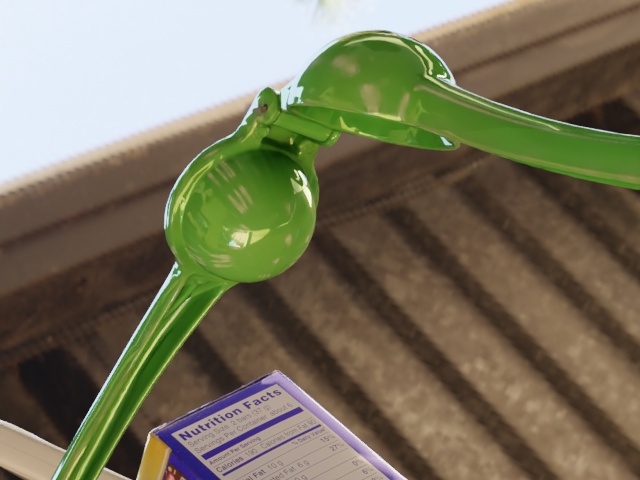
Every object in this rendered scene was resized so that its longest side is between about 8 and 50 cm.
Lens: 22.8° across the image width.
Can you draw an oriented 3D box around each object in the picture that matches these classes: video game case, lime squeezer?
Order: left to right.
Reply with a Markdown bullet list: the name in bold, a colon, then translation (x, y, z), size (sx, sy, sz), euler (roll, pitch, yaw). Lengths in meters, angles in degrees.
- **video game case**: translation (-0.066, 0.129, 0.713), size (0.157, 0.143, 0.019), euler (21, -104, 13)
- **lime squeezer**: translation (0.000, 0.000, 0.519), size (0.059, 0.310, 0.109), euler (-3, -111, -48)

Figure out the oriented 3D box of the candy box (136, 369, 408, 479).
- **candy box**: translation (0.009, 0.282, 0.950), size (0.122, 0.268, 0.317), euler (-19, -134, -43)
